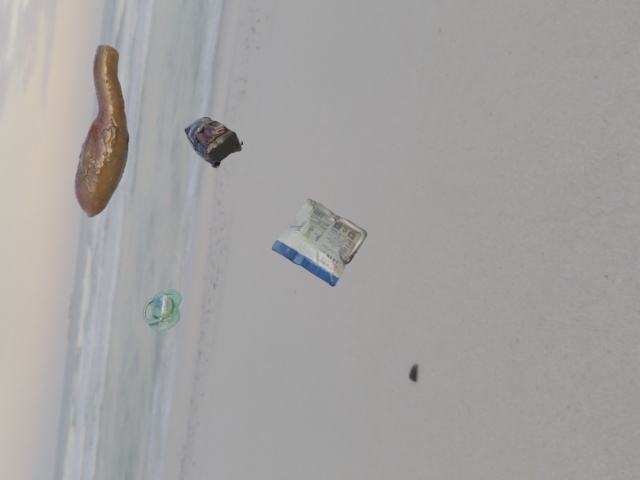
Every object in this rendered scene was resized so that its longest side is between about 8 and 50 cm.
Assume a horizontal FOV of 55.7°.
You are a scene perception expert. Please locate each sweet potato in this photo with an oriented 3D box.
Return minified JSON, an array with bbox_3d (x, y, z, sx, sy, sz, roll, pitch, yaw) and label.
[{"bbox_3d":[-0.481,-0.236,1.357,0.109,0.109,0.385,-149,70,-66],"label":"sweet potato"}]

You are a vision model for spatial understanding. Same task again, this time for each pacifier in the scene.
[{"bbox_3d":[-0.491,0.231,1.914,0.116,0.126,0.150,76,-179,-54],"label":"pacifier"}]

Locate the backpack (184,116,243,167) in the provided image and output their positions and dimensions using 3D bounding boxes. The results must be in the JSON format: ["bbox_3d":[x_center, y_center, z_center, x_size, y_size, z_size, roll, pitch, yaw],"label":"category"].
[{"bbox_3d":[-0.318,-0.293,1.737,0.165,0.120,0.106,34,157,30],"label":"backpack"}]

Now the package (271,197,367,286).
[{"bbox_3d":[0.000,0.000,1.394,0.173,0.171,0.027,-55,-5,-27],"label":"package"}]
